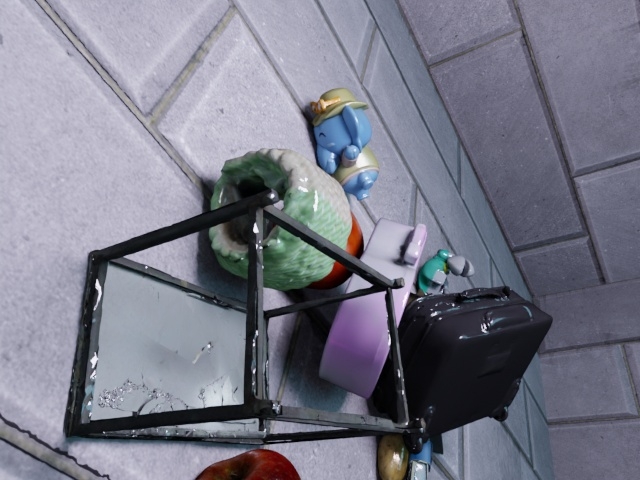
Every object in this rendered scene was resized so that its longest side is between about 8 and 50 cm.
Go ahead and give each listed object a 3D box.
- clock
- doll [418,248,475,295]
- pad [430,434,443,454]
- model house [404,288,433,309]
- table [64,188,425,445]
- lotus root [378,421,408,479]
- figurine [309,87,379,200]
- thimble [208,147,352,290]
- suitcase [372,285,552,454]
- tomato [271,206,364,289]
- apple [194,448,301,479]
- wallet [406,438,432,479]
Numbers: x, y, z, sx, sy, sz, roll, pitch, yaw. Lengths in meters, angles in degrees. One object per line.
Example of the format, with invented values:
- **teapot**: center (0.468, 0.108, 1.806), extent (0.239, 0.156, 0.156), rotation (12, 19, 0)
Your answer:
- **clock**: center (0.099, 0.118, 0.972), extent (0.338, 0.102, 0.338), rotation (20, 90, -81)
- **doll**: center (0.390, 0.099, 1.629), extent (0.194, 0.153, 0.258), rotation (97, 17, -50)
- **pad**: center (0.295, 0.483, 1.391), extent (0.211, 0.003, 0.142), rotation (46, 38, -53)
- **model house**: center (0.311, 0.218, 1.415), extent (0.211, 0.205, 0.243), rotation (51, 18, -33)
- **table**: center (-0.071, 0.131, 0.658), extent (0.335, 0.273, 0.222), rotation (31, 49, -52)
- **lotus root**: center (0.154, 0.455, 1.115), extent (0.151, 0.063, 0.072), rotation (-77, 173, -45)
- **figurine**: center (0.064, -0.225, 1.226), extent (0.261, 0.154, 0.180), rotation (69, 17, 0)
- **thimble**: center (-0.070, -0.038, 0.818), extent (0.150, 0.219, 0.218), rotation (31, 50, -50)
- **suitcase**: center (0.304, 0.252, 1.127), extent (0.346, 0.339, 0.188), rotation (-2, 33, -34)
- **tomato**: center (0.000, 0.000, 0.990), extent (0.195, 0.136, 0.195), rotation (37, 38, -36)
- **apple**: center (-0.084, 0.359, 0.657), extent (0.156, 0.147, 0.158), rotation (-53, 125, -82)
- **wallet**: center (0.216, 0.500, 1.165), extent (0.202, 0.059, 0.141), rotation (-73, 163, -47)
